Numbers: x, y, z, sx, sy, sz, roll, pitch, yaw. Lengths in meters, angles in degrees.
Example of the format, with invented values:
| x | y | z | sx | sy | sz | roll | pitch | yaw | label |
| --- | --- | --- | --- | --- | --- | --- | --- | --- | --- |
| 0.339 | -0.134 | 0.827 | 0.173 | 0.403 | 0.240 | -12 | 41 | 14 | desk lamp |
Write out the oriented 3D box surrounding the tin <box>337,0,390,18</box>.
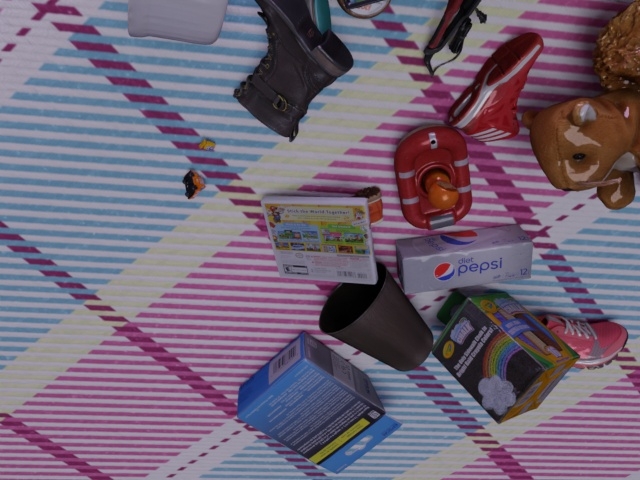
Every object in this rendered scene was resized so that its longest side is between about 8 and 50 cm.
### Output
| x | y | z | sx | sy | sz | roll | pitch | yaw | label |
| --- | --- | --- | --- | --- | --- | --- | --- | --- | --- |
| 0.089 | -0.486 | 0.971 | 0.106 | 0.040 | 0.189 | 14 | 117 | -7 | tin |

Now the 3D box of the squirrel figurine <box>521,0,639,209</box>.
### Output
| x | y | z | sx | sy | sz | roll | pitch | yaw | label |
| --- | --- | --- | --- | --- | --- | --- | --- | --- | --- |
| 0.572 | -0.248 | 1.019 | 0.371 | 0.281 | 0.396 | 1 | 102 | -6 | squirrel figurine |

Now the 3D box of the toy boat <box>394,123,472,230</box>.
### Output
| x | y | z | sx | sy | sz | roll | pitch | yaw | label |
| --- | --- | --- | --- | --- | --- | --- | --- | --- | --- |
| 0.235 | -0.113 | 1.118 | 0.151 | 0.151 | 0.230 | -14 | 119 | 3 | toy boat |

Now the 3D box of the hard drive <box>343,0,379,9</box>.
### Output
| x | y | z | sx | sy | sz | roll | pitch | yaw | label |
| --- | --- | --- | --- | --- | --- | --- | --- | --- | --- |
| 0.115 | -0.558 | 0.851 | 0.237 | 0.064 | 0.338 | -7 | 110 | 24 | hard drive |

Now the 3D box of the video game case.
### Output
| x | y | z | sx | sy | sz | roll | pitch | yaw | label |
| --- | --- | --- | --- | --- | --- | --- | --- | --- | --- |
| 0.000 | 0.000 | 1.180 | 0.227 | 0.026 | 0.206 | 3 | 126 | 20 | video game case |

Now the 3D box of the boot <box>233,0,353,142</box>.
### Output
| x | y | z | sx | sy | sz | roll | pitch | yaw | label |
| --- | --- | --- | --- | --- | --- | --- | --- | --- | --- |
| -0.091 | -0.319 | 0.992 | 0.263 | 0.091 | 0.229 | 46 | 134 | -11 | boot |

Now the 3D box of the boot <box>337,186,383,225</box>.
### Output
| x | y | z | sx | sy | sz | roll | pitch | yaw | label |
| --- | --- | --- | --- | --- | --- | --- | --- | --- | --- |
| 0.060 | -0.053 | 1.193 | 0.158 | 0.059 | 0.084 | -15 | 123 | 2 | boot |

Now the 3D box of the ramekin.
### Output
| x | y | z | sx | sy | sz | roll | pitch | yaw | label |
| --- | --- | --- | --- | --- | --- | --- | --- | --- | --- |
| -0.204 | -0.438 | 0.846 | 0.135 | 0.277 | 0.277 | 8 | 118 | -18 | ramekin |

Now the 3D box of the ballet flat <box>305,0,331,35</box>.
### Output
| x | y | z | sx | sy | sz | roll | pitch | yaw | label |
| --- | --- | --- | --- | --- | --- | --- | --- | --- | --- |
| -0.023 | -0.441 | 0.978 | 0.068 | 0.072 | 0.213 | 8 | 121 | 23 | ballet flat |

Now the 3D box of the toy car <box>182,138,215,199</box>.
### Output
| x | y | z | sx | sy | sz | roll | pitch | yaw | label |
| --- | --- | --- | --- | --- | --- | --- | --- | --- | --- |
| -0.236 | -0.139 | 1.125 | 0.041 | 0.060 | 0.122 | 6 | 131 | -44 | toy car |

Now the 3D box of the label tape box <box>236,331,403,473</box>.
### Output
| x | y | z | sx | sy | sz | roll | pitch | yaw | label |
| --- | --- | --- | --- | --- | --- | --- | --- | --- | --- |
| 0.000 | 0.423 | 1.418 | 0.348 | 0.115 | 0.249 | 38 | 110 | -24 | label tape box |

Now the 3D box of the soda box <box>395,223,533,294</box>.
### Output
| x | y | z | sx | sy | sz | roll | pitch | yaw | label |
| --- | --- | --- | --- | --- | --- | --- | --- | --- | --- |
| 0.317 | 0.040 | 1.242 | 0.287 | 0.091 | 0.098 | -8 | 118 | 0 | soda box |

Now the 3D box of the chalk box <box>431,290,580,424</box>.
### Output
| x | y | z | sx | sy | sz | roll | pitch | yaw | label |
| --- | --- | --- | --- | --- | --- | --- | --- | --- | --- |
| 0.396 | 0.238 | 1.280 | 0.179 | 0.289 | 0.180 | 1 | 127 | -43 | chalk box |

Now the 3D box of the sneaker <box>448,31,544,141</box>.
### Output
| x | y | z | sx | sy | sz | roll | pitch | yaw | label |
| --- | --- | --- | --- | --- | --- | --- | --- | --- | --- |
| 0.366 | -0.286 | 1.085 | 0.128 | 0.087 | 0.221 | 27 | 126 | -27 | sneaker |

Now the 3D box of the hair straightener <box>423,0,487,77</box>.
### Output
| x | y | z | sx | sy | sz | roll | pitch | yaw | label |
| --- | --- | --- | --- | --- | --- | --- | --- | --- | --- |
| 0.259 | -0.388 | 0.996 | 0.089 | 0.047 | 0.230 | 6 | 138 | -18 | hair straightener |

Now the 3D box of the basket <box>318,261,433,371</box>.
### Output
| x | y | z | sx | sy | sz | roll | pitch | yaw | label |
| --- | --- | --- | --- | --- | --- | --- | --- | --- | --- |
| 0.143 | 0.193 | 1.282 | 0.204 | 0.154 | 0.227 | -46 | 117 | 3 | basket |

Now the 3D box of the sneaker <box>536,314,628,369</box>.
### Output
| x | y | z | sx | sy | sz | roll | pitch | yaw | label |
| --- | --- | --- | --- | --- | --- | --- | --- | --- | --- |
| 0.595 | 0.240 | 1.359 | 0.314 | 0.116 | 0.136 | -14 | 117 | 3 | sneaker |
